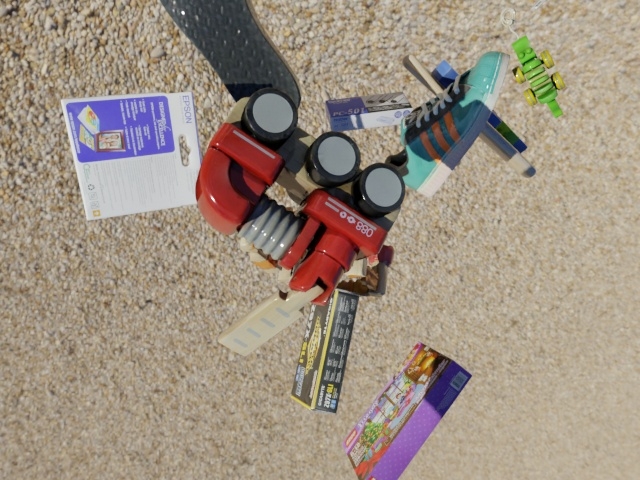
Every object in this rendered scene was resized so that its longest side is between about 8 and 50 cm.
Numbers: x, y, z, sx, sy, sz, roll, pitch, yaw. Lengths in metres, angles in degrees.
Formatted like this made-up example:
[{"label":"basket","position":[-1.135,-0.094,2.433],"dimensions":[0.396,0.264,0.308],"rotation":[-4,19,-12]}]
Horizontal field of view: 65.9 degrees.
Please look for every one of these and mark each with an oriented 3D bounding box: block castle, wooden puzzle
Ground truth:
[{"label":"block castle","position":[0.000,0.000,1.443],"dimensions":[0.302,0.213,0.453],"rotation":[-7,151,31]},{"label":"wooden puzzle","position":[0.391,-0.335,1.262],"dimensions":[0.322,0.348,0.080],"rotation":[25,117,-38]}]

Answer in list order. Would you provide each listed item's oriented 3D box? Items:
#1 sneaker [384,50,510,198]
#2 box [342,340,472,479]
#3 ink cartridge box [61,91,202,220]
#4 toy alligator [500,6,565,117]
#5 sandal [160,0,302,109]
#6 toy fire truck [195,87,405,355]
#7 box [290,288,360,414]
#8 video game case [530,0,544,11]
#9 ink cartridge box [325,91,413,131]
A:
[{"label":"sneaker","position":[0.205,-0.202,0.858],"dimensions":[0.121,0.108,0.302],"rotation":[26,138,0]},{"label":"box","position":[0.169,0.357,1.026],"dimensions":[0.057,0.201,0.293],"rotation":[39,84,-5]},{"label":"ink cartridge box","position":[-0.315,-0.149,0.859],"dimensions":[0.208,0.045,0.206],"rotation":[-10,114,-20]},{"label":"toy alligator","position":[0.324,-0.273,0.760],"dimensions":[0.056,0.051,0.190],"rotation":[-27,96,30]},{"label":"sandal","position":[-0.188,-0.430,0.963],"dimensions":[0.167,0.107,0.446],"rotation":[-23,115,12]},{"label":"toy fire truck","position":[-0.058,-0.001,0.559],"dimensions":[0.217,0.158,0.246],"rotation":[32,72,-12]},{"label":"box","position":[0.008,0.309,1.413],"dimensions":[0.079,0.322,0.257],"rotation":[15,167,-11]},{"label":"video game case","position":[0.520,-0.578,1.122],"dimensions":[0.011,0.122,0.087],"rotation":[30,106,3]},{"label":"ink cartridge box","position":[0.121,-0.328,1.256],"dimensions":[0.207,0.097,0.046],"rotation":[-8,132,-4]}]
